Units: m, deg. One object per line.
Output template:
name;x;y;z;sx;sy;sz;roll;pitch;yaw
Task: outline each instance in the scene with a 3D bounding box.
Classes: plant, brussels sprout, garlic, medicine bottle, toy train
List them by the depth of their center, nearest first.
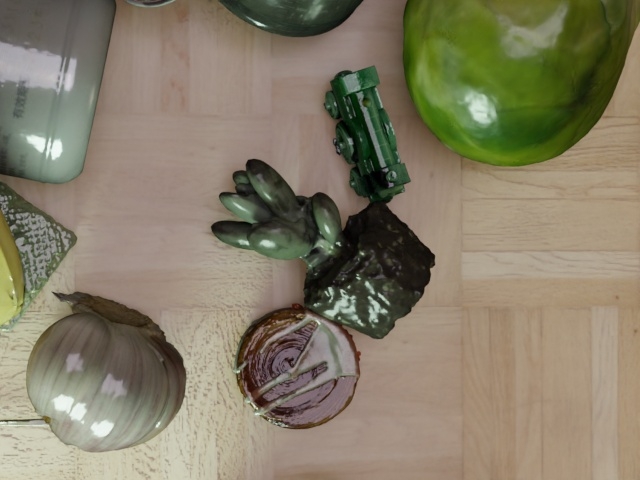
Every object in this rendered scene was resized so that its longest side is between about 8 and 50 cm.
medicine bottle;-0.405;-0.208;1.675;0.306;0.245;0.245;12;87;-10
garlic;-0.298;0.152;1.759;0.256;0.207;0.207;-6;91;25
brussels sprout;0.245;-0.256;1.790;0.268;0.344;0.344;21;85;25
plant;0.002;-0.001;1.791;0.274;0.149;0.146;30;114;-4
toy train;0.061;-0.132;1.830;0.071;0.104;0.178;-19;93;-14

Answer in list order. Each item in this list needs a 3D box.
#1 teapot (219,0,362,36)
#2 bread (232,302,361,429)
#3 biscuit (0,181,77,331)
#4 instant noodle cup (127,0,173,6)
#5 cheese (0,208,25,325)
teapot;0.025;-0.378;1.734;0.321;0.239;0.240;26;60;-15
bread;-0.029;0.160;1.826;0.160;0.073;0.161;0;87;-7
biscuit;-0.437;-0.019;1.766;0.252;0.052;0.150;38;83;-6
instant noodle cup;-0.253;-0.413;1.626;0.255;0.244;0.244;19;85;-50
cheese;-0.455;-0.007;1.628;0.128;0.259;0.316;-57;133;-31
